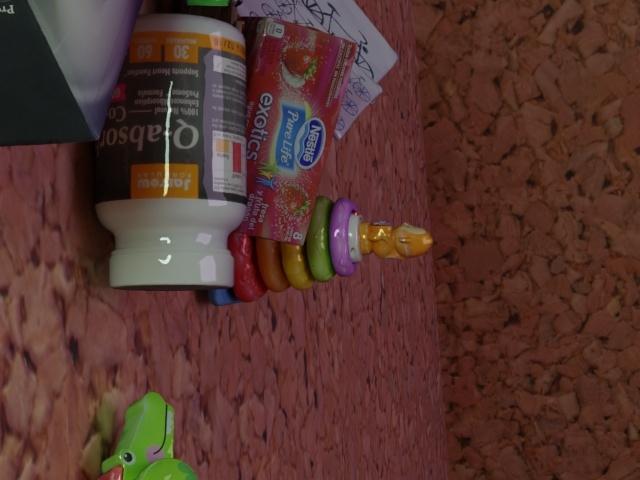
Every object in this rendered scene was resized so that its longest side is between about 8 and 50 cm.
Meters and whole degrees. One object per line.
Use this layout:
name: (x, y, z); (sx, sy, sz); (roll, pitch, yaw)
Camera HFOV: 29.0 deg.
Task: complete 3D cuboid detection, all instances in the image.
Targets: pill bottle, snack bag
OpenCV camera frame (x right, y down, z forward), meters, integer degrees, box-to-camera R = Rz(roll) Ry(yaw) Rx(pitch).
pill bottle: (-0.158, -0.088, 1.312); (0.162, 0.162, 0.278); (20, 68, -75)
snack bag: (-0.024, -0.317, 1.707); (0.323, 0.037, 0.342); (50, 32, -7)

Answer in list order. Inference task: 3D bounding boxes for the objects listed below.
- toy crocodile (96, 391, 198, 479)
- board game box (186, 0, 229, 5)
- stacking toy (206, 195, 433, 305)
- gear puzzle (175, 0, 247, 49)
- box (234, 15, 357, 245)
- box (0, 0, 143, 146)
toy crocodile: (-0.195, 0.324, 1.256); (0.115, 0.105, 0.341); (-30, -127, 57)
board game box: (-0.105, -0.406, 1.292); (0.317, 0.046, 0.213); (-84, 175, -57)
stacking toy: (0.000, 0.000, 1.645); (0.175, 0.301, 0.166); (0, 89, -75)
gear puzzle: (-0.128, -0.172, 1.468); (0.044, 0.175, 0.339); (13, 70, -31)
box: (-0.060, -0.135, 1.500); (0.128, 0.122, 0.257); (-153, -103, -68)
box: (-0.253, -0.272, 0.919); (0.294, 0.182, 0.296); (73, 21, -50)
